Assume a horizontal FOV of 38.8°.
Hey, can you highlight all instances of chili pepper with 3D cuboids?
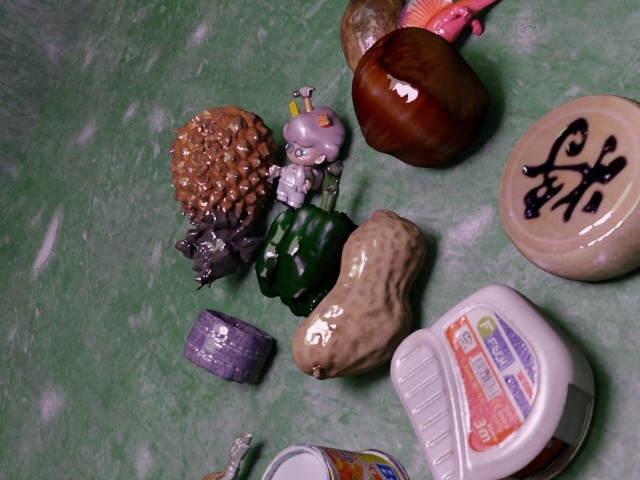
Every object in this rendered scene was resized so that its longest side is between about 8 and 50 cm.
[{"bbox_3d":[0.000,0.000,1.544,0.261,0.165,0.174,-62,15,-18],"label":"chili pepper"}]

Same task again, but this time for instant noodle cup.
[{"bbox_3d":[0.012,0.391,1.317,0.205,0.153,0.205,-24,54,38],"label":"instant noodle cup"}]

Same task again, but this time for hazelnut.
[{"bbox_3d":[0.147,-0.230,1.468,0.229,0.229,0.229,-26,51,37],"label":"hazelnut"}]

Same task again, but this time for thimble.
[{"bbox_3d":[-0.168,0.191,1.638,0.150,0.150,0.097,23,88,51],"label":"thimble"}]

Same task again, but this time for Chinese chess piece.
[{"bbox_3d":[0.364,-0.070,1.224,0.257,0.104,0.257,-26,50,36],"label":"Chinese chess piece"}]

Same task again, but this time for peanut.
[{"bbox_3d":[0.076,0.098,1.427,0.291,0.159,0.143,-60,2,-12],"label":"peanut"}]

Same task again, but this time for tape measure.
[{"bbox_3d":[0.227,0.211,1.202,0.265,0.130,0.258,-39,47,19],"label":"tape measure"}]

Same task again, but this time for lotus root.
[{"bbox_3d":[0.099,-0.372,1.677,0.138,0.138,0.214,-16,58,43],"label":"lotus root"}]

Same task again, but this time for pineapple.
[{"bbox_3d":[-0.189,-0.066,1.778,0.223,0.223,0.357,-20,63,41],"label":"pineapple"}]

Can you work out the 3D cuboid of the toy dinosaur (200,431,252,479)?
[{"bbox_3d":[-0.206,0.517,1.535,0.393,0.092,0.205,-52,40,15],"label":"toy dinosaur"}]

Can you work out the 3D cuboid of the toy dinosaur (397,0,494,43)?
[{"bbox_3d":[0.223,-0.407,1.580,0.286,0.070,0.139,-45,55,17],"label":"toy dinosaur"}]

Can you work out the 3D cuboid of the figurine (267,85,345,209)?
[{"bbox_3d":[-0.022,-0.169,1.712,0.137,0.112,0.229,26,100,46],"label":"figurine"}]
